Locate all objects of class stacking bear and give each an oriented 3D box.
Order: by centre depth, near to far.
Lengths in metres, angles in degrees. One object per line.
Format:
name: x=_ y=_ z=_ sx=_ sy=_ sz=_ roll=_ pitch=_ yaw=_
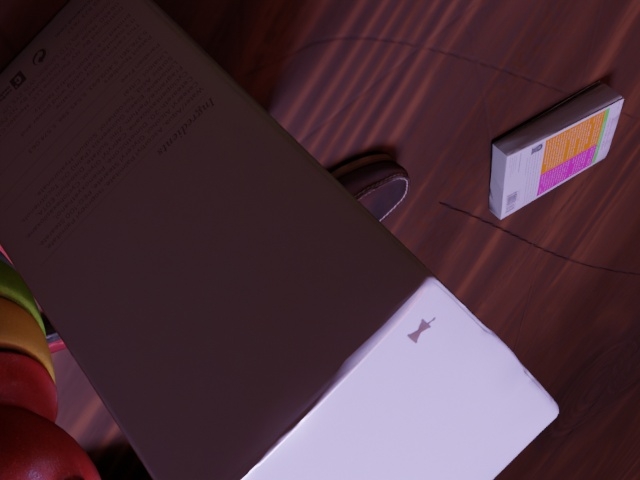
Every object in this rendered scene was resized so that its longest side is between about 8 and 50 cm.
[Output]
stacking bear: x=-0.222 y=0.090 z=0.625 sx=0.175 sy=0.289 sz=0.164 roll=-37 pitch=143 yaw=-8

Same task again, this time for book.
book: x=0.236 y=-0.089 z=1.093 sx=0.144 sy=0.035 sz=0.096 roll=-29 pitch=144 yaw=-18

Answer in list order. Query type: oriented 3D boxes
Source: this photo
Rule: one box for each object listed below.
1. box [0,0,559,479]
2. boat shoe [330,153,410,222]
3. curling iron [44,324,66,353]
box: x=-0.051 y=0.019 z=0.669 sx=0.168 sy=0.345 sz=0.215 roll=-46 pitch=142 yaw=2
boat shoe: x=0.000 y=0.000 z=0.926 sx=0.207 sy=0.073 sz=0.073 roll=-33 pitch=141 yaw=-16
curling iron: x=-0.250 y=0.102 z=0.821 sx=0.274 sy=0.035 sz=0.068 roll=-16 pitch=135 yaw=-32
